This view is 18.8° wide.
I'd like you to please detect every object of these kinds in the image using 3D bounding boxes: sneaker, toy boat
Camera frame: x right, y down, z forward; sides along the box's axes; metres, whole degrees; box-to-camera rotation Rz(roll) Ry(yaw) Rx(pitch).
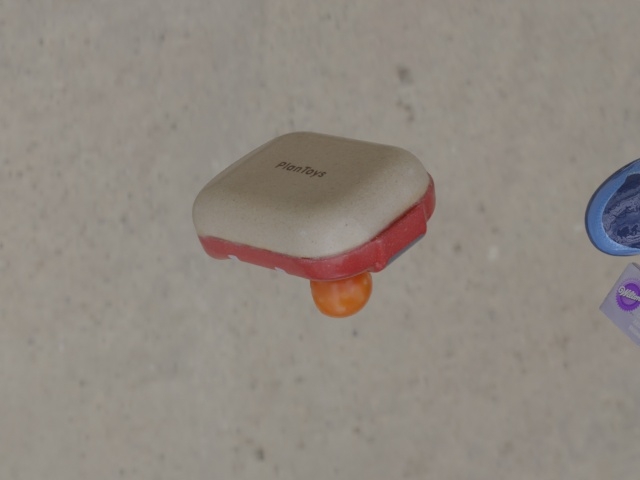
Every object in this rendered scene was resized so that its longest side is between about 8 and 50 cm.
[{"bbox_3d":[0.212,-0.025,1.028,0.144,0.059,0.053,-15,99,5],"label":"sneaker"},{"bbox_3d":[0.000,0.000,1.668,0.151,0.231,0.151,-37,122,-31],"label":"toy boat"}]

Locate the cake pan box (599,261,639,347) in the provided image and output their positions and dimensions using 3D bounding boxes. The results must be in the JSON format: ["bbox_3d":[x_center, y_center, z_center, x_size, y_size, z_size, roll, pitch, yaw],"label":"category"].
[{"bbox_3d":[0.431,0.137,1.922,0.246,0.267,0.070,23,107,-47],"label":"cake pan box"}]
